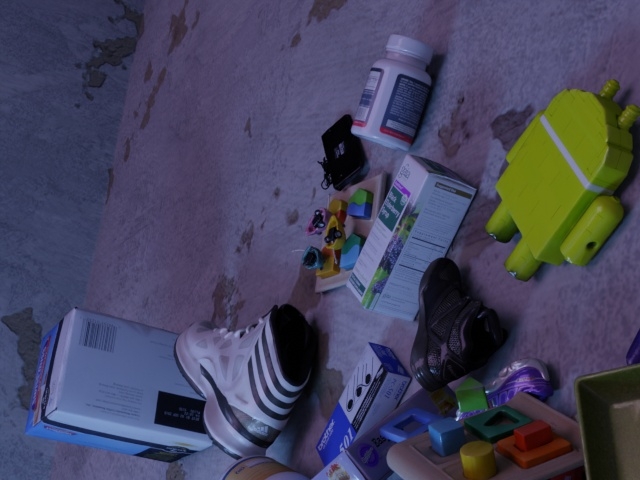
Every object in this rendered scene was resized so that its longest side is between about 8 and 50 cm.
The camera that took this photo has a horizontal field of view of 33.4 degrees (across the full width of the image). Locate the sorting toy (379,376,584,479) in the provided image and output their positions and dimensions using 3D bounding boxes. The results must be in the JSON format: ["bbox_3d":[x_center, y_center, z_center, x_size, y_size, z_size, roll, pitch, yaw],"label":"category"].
[{"bbox_3d":[0.192,0.229,1.209,0.347,0.196,0.047,26,134,65],"label":"sorting toy"}]

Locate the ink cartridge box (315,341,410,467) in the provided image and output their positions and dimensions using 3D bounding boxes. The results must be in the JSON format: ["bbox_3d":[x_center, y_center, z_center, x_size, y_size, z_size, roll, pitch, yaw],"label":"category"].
[{"bbox_3d":[0.065,0.274,1.685,0.207,0.046,0.097,-65,25,16],"label":"ink cartridge box"}]

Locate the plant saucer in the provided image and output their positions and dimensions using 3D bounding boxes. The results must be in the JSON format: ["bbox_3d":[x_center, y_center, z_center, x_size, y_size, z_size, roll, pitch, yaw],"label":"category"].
[{"bbox_3d":[0.361,0.211,1.070,0.188,0.045,0.188,-18,54,26],"label":"plant saucer"}]

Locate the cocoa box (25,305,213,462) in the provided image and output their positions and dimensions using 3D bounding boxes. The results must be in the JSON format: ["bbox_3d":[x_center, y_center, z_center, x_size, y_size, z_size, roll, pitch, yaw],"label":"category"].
[{"bbox_3d":[-0.415,0.316,2.267,0.228,0.347,0.231,-35,44,53],"label":"cocoa box"}]

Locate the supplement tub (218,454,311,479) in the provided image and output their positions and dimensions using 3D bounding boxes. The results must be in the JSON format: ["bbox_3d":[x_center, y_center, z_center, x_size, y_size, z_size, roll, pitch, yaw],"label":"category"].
[{"bbox_3d":[-0.078,0.441,1.752,0.199,0.144,0.144,3,77,64],"label":"supplement tub"}]

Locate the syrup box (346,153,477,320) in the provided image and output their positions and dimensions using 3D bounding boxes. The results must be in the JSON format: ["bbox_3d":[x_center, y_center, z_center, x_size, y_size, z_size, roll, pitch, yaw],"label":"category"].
[{"bbox_3d":[0.139,-0.004,1.657,0.237,0.096,0.093,-66,26,15],"label":"syrup box"}]

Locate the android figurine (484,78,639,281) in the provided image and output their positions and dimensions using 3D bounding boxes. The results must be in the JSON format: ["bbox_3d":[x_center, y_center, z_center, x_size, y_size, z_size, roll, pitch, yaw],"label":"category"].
[{"bbox_3d":[0.317,-0.084,1.396,0.273,0.056,0.248,-59,28,27],"label":"android figurine"}]

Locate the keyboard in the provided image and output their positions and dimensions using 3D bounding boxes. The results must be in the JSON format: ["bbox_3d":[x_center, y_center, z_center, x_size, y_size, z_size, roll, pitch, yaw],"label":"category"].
[{"bbox_3d":[0.041,-0.157,2.029,0.100,0.038,0.192,-38,33,20],"label":"keyboard"}]

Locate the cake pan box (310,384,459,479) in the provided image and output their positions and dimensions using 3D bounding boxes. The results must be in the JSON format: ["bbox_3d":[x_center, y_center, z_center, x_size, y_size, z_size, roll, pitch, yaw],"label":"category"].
[{"bbox_3d":[0.052,0.322,1.482,0.070,0.246,0.267,51,131,13],"label":"cake pan box"}]

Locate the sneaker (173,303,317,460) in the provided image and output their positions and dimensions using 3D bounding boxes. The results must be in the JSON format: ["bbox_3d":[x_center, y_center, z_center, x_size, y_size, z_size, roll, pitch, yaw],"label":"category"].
[{"bbox_3d":[-0.122,0.214,2.027,0.257,0.169,0.447,-53,28,7],"label":"sneaker"}]

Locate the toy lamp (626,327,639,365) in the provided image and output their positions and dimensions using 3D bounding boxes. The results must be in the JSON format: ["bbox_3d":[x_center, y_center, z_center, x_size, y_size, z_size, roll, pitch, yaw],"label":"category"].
[{"bbox_3d":[0.416,0.045,1.093,0.275,0.080,0.080,-57,30,31],"label":"toy lamp"}]

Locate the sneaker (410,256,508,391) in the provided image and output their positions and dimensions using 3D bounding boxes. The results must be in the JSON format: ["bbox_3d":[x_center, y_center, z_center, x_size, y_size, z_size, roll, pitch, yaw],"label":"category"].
[{"bbox_3d":[0.201,0.102,1.491,0.130,0.087,0.227,-23,31,28],"label":"sneaker"}]

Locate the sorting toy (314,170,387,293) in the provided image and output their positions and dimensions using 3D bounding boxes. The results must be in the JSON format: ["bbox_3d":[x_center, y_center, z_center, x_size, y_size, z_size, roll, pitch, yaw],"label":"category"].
[{"bbox_3d":[0.047,-0.014,1.910,0.208,0.038,0.193,-25,52,57],"label":"sorting toy"}]

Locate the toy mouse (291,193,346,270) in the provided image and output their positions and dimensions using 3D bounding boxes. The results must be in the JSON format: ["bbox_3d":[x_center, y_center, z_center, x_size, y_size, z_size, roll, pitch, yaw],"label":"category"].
[{"bbox_3d":[0.000,0.000,1.917,0.143,0.031,0.161,-34,46,46],"label":"toy mouse"}]

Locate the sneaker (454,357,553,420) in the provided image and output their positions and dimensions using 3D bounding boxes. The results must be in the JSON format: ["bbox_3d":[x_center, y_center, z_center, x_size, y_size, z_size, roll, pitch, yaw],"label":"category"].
[{"bbox_3d":[0.232,0.222,1.366,0.170,0.068,0.071,-54,37,33],"label":"sneaker"}]

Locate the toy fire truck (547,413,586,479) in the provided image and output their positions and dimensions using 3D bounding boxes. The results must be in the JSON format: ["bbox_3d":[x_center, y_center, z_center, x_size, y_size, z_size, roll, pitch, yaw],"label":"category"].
[{"bbox_3d":[0.297,0.251,1.235,0.192,0.047,0.135,-24,53,59],"label":"toy fire truck"}]

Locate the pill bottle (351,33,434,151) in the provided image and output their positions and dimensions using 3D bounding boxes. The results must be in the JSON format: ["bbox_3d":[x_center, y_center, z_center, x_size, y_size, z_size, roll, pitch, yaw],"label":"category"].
[{"bbox_3d":[0.129,-0.251,1.817,0.108,0.108,0.180,24,96,64],"label":"pill bottle"}]
